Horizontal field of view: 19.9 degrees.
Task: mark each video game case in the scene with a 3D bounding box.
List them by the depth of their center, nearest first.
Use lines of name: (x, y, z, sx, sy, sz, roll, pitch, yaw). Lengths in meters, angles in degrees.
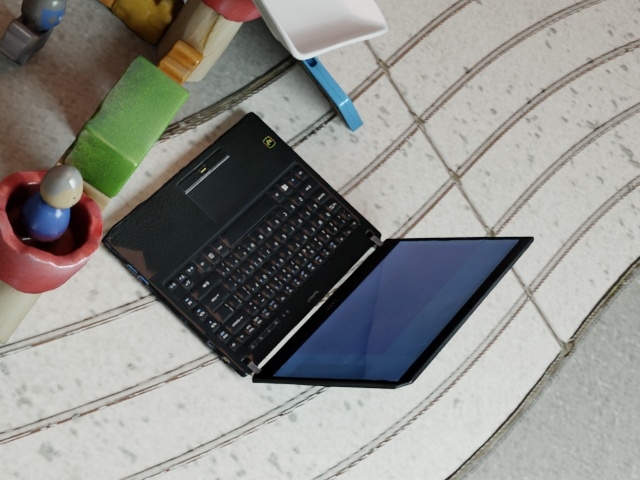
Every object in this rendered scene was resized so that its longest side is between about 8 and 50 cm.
video game case: (-0.021, -0.178, 1.678, 0.015, 0.119, 0.166, -37, 80, 1)

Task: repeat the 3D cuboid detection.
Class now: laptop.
laptop: (0.000, 0.000, 1.531, 0.264, 0.136, 0.234, 44, 45, 2)

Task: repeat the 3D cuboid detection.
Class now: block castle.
block castle: (-0.234, -0.172, 1.451, 0.303, 0.213, 0.453, 36, 46, -5)

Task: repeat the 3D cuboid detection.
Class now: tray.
tray: (-0.055, -0.271, 1.532, 0.145, 0.030, 0.270, -25, 82, -53)
